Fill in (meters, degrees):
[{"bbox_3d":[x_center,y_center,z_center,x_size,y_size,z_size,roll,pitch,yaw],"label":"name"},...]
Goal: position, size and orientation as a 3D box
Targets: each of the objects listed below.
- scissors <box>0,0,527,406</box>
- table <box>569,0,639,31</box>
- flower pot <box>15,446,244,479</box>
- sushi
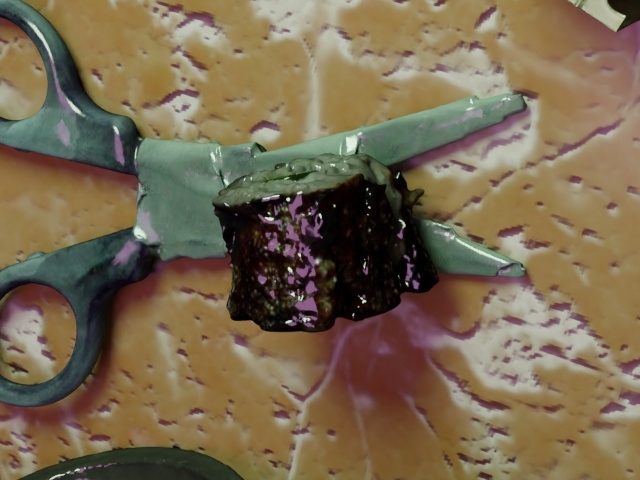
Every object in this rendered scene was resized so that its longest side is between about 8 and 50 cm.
[{"bbox_3d":[-0.061,-0.029,1.032,0.383,0.029,0.256,-3,99,26],"label":"scissors"},{"bbox_3d":[0.135,-0.153,0.873,0.083,0.079,0.062,36,118,14],"label":"table"},{"bbox_3d":[-0.128,0.246,1.048,0.235,0.235,0.148,-2,120,28],"label":"flower pot"},{"bbox_3d":[-0.002,0.000,0.949,0.098,0.094,0.084,-3,102,28],"label":"sushi"}]
